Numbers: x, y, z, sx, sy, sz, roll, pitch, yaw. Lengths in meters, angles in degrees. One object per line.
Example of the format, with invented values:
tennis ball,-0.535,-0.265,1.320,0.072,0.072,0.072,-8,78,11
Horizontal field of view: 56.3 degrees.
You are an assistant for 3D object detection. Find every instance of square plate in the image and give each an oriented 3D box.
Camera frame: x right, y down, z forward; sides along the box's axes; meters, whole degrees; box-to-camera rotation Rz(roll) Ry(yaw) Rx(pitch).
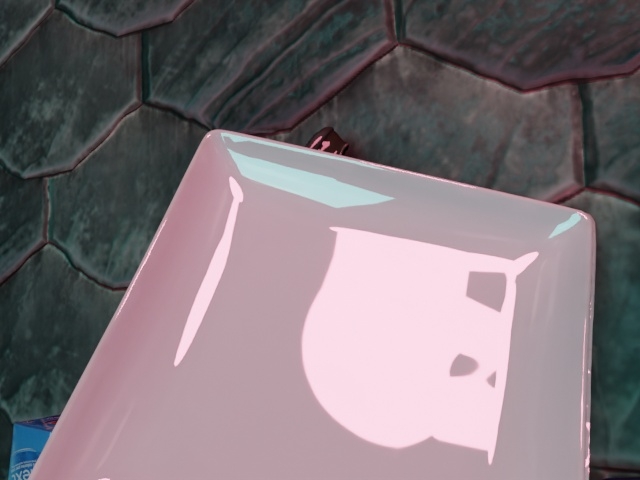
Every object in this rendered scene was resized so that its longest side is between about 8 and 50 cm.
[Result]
square plate,0.020,0.083,0.447,0.348,0.049,0.343,14,58,7

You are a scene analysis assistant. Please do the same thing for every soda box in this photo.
soda box,-0.322,0.321,0.709,0.067,0.071,0.209,0,85,27

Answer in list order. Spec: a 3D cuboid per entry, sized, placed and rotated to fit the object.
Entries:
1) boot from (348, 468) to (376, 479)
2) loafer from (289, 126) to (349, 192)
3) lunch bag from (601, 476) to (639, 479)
boot,-0.029,0.184,0.518,0.245,0.176,0.088,6,89,29
loafer,0.000,0.000,0.587,0.079,0.080,0.219,13,91,3
lunch bag,0.250,0.212,0.434,0.099,0.065,0.067,-15,78,25
